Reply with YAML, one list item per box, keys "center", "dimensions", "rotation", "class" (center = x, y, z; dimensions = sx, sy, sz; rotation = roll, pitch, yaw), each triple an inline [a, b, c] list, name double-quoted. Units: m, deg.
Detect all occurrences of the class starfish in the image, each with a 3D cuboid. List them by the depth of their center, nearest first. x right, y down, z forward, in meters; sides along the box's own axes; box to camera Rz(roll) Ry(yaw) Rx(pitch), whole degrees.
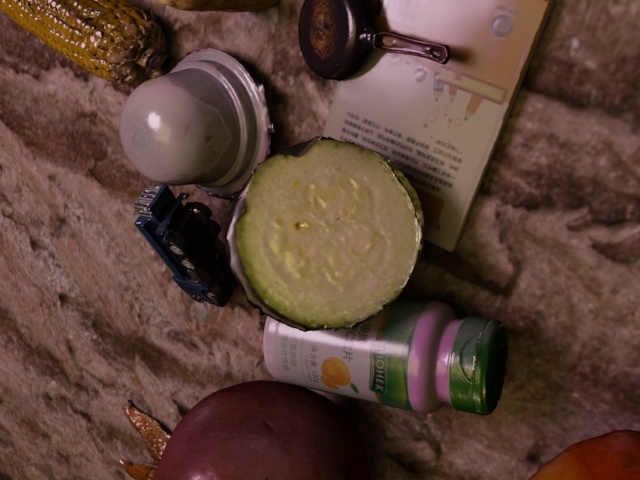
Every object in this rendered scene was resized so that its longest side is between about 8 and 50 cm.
- center: [-0.222, 0.356, 1.074]
  dimensions: [0.302, 0.060, 0.299]
  rotation: [9, 110, 27]
  class: "starfish"

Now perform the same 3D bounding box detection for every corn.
- center: [-0.349, -0.312, 0.937]
  dimensions: [0.317, 0.115, 0.115]
  rotation: [31, 116, 19]
  class: "corn"

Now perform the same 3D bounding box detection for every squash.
- center: [0.009, 0.002, 0.772]
  dimensions: [0.220, 0.133, 0.220]
  rotation: [-1, 79, 7]
  class: "squash"

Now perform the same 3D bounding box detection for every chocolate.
- center: [-0.183, -0.148, 0.859]
  dimensions: [0.221, 0.147, 0.221]
  rotation: [9, 103, 39]
  class: "chocolate"

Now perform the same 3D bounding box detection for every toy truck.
- center: [-0.180, 0.009, 0.890]
  dimensions: [0.088, 0.074, 0.202]
  rotation: [8, 146, 27]
  class: "toy truck"

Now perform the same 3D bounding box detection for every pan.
- center: [0.049, -0.226, 0.751]
  dimensions: [0.212, 0.040, 0.115]
  rotation: [28, 120, 37]
  class: "pan"

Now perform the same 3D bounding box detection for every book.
- center: [0.112, -0.159, 0.772]
  dimensions: [0.207, 0.020, 0.296]
  rotation: [27, 115, 21]
  class: "book"

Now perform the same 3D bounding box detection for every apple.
- center: [-0.069, 0.321, 0.832]
  dimensions: [0.235, 0.306, 0.306]
  rotation: [5, 106, 15]
  class: "apple"

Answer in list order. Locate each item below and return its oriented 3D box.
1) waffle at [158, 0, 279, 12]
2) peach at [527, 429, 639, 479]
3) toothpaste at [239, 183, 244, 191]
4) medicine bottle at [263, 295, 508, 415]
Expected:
- center: [-0.161, -0.391, 0.778]
  dimensions: [0.057, 0.168, 0.274]
  rotation: [-20, 95, 38]
  class: "waffle"
- center: [0.296, 0.357, 0.612]
  dimensions: [0.289, 0.372, 0.373]
  rotation: [10, 108, 24]
  class: "peach"
- center: [-0.093, -0.017, 0.920]
  dimensions: [0.048, 0.031, 0.191]
  rotation: [8, 104, 34]
  class: "toothpaste"
- center: [0.077, 0.129, 0.804]
  dimensions: [0.274, 0.133, 0.134]
  rotation: [5, 106, 27]
  class: "medicine bottle"
